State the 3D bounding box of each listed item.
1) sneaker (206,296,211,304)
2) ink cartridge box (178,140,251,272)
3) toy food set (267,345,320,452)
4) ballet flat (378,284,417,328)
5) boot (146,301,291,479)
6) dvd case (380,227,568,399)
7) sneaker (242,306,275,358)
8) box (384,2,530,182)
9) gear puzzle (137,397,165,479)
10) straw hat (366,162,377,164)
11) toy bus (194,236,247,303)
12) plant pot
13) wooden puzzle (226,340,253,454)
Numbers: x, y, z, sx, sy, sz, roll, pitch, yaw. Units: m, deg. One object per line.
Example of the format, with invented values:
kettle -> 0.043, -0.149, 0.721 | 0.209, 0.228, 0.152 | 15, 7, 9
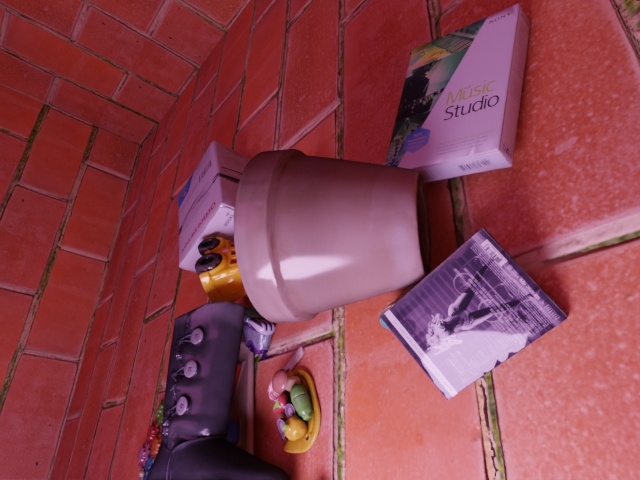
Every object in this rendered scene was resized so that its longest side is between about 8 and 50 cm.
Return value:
sneaker -> -0.359, 0.207, 1.502 | 0.035, 0.031, 0.083 | -42, 41, 33
ink cartridge box -> -0.352, -0.107, 1.554 | 0.285, 0.166, 0.394 | -50, 36, 25
toy food set -> -0.075, 0.344, 0.984 | 0.128, 0.071, 0.217 | -50, 37, 25
ballet flat -> 0.189, 0.101, 0.774 | 0.206, 0.073, 0.067 | -23, 33, 40
boot -> -0.215, 0.352, 1.035 | 0.368, 0.146, 0.444 | -12, 51, 21
dvd case -> 0.217, 0.114, 0.682 | 0.221, 0.018, 0.164 | -47, 72, 26
sneaker -> -0.196, 0.240, 1.214 | 0.224, 0.083, 0.098 | 11, 93, 60
box -> 0.252, -0.263, 0.850 | 0.232, 0.059, 0.321 | -6, 59, 45
gear puzzle -> -0.521, 0.607, 1.482 | 0.176, 0.044, 0.338 | 20, 88, 57
straw hat -> 0.103, -0.092, 0.993 | 0.061, 0.145, 0.144 | 15, -82, -83
toy bus -> -0.235, 0.064, 1.312 | 0.212, 0.149, 0.220 | -21, 33, 2
plant pot -> 0.046, -0.018, 0.818 | 0.281, 0.323, 0.322 | -5, 63, 19
wooden puzzle -> -0.283, 0.480, 1.190 | 0.322, 0.081, 0.347 | -44, 40, 31
